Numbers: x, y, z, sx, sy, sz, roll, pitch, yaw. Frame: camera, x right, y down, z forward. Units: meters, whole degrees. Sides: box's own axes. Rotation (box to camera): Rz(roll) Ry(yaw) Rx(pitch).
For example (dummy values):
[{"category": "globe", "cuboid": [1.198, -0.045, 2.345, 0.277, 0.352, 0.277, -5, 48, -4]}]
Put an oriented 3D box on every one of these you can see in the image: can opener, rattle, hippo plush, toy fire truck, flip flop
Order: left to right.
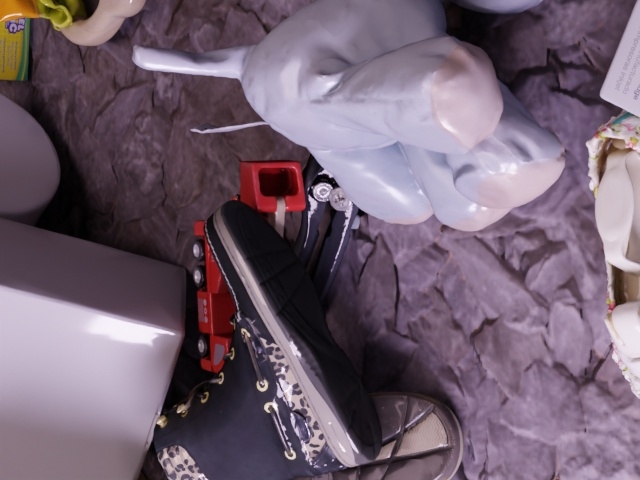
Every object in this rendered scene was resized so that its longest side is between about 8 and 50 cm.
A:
[{"category": "rattle", "cuboid": [-0.236, -0.262, 1.360, 0.200, 0.143, 0.130, 9, 80, 49]}, {"category": "toy fire truck", "cuboid": [-0.062, 0.027, 1.215, 0.135, 0.047, 0.192, 4, 97, 60]}, {"category": "can opener", "cuboid": [0.000, 0.000, 1.216, 0.059, 0.073, 0.186, 14, 110, 2]}, {"category": "flip flop", "cuboid": [0.000, 0.172, 1.210, 0.277, 0.080, 0.112, -5, 85, 28]}, {"category": "hippo plush", "cuboid": [0.070, -0.158, 1.068, 0.294, 0.234, 0.236, 12, 71, 27]}]

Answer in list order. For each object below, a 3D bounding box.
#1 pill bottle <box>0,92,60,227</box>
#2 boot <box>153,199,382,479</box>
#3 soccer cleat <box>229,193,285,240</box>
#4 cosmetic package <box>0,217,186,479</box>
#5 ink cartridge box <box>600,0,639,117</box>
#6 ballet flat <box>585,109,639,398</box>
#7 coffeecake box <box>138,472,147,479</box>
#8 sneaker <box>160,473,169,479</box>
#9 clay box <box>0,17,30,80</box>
[{"category": "pill bottle", "cuboid": [-0.452, 0.020, 1.517, 0.392, 0.224, 0.224, -47, 62, 34]}, {"category": "boot", "cuboid": [-0.076, 0.104, 1.144, 0.179, 0.085, 0.236, -29, 91, 26]}, {"category": "soccer cleat", "cuboid": [-0.059, -0.008, 1.282, 0.083, 0.029, 0.035, 51, 133, 32]}, {"category": "cosmetic package", "cuboid": [-0.333, 0.095, 1.301, 0.156, 0.385, 0.217, -105, 35, -65]}, {"category": "ink cartridge box", "cuboid": [0.305, -0.116, 0.890, 0.208, 0.087, 0.153, 34, 116, 36]}, {"category": "ballet flat", "cuboid": [0.225, 0.025, 0.982, 0.091, 0.077, 0.240, -14, 84, 42]}, {"category": "coffeecake box", "cuboid": [-0.273, 0.275, 1.471, 0.142, 0.068, 0.185, 47, 123, 30]}, {"category": "sneaker", "cuboid": [-0.126, 0.220, 1.357, 0.109, 0.040, 0.043, -42, 48, 33]}, {"category": "clay box", "cuboid": [-0.371, -0.289, 1.536, 0.127, 0.053, 0.222, 11, 99, 42]}]
